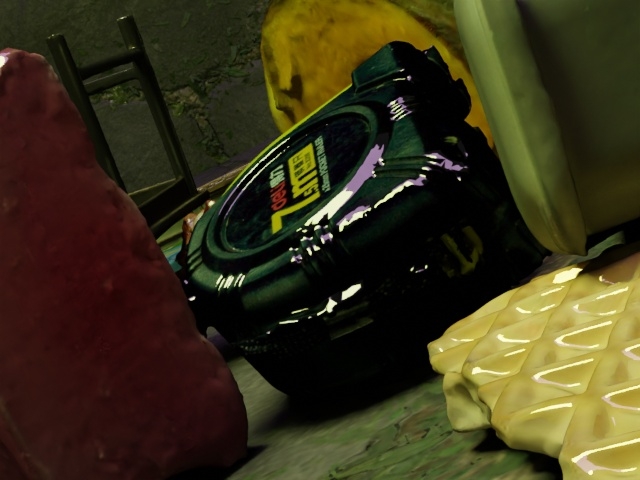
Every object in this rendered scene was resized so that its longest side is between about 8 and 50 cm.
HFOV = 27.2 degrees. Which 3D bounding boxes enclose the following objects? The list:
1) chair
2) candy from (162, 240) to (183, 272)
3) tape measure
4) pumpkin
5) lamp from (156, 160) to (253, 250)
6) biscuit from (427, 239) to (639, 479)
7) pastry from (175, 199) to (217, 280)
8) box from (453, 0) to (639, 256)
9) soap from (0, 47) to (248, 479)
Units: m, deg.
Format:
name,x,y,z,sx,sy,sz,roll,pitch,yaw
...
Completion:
name,x,y,z,sx,sy,sz,roll,pitch,yaw
chair,-0.164,-0.006,0.919,0.141,0.260,0.154,-17,10,17
candy,-0.156,0.059,1.130,0.097,0.062,0.194,-23,9,31
tape measure,0.017,-0.003,0.722,0.186,0.112,0.199,-33,25,12
pumpkin,0.109,-0.162,1.026,0.225,0.256,0.303,-35,-4,-29
lamp,-0.153,-0.003,1.410,0.325,0.089,0.090,-24,9,12
biscuit,0.146,0.027,0.469,0.204,0.040,0.309,-27,8,-2
pastry,0.001,0.000,0.879,0.208,0.097,0.115,-19,-1,30
box,0.185,-0.089,0.623,0.178,0.138,0.274,-19,-1,20
soap,-0.218,0.056,0.756,0.128,0.233,0.359,-35,11,-36
